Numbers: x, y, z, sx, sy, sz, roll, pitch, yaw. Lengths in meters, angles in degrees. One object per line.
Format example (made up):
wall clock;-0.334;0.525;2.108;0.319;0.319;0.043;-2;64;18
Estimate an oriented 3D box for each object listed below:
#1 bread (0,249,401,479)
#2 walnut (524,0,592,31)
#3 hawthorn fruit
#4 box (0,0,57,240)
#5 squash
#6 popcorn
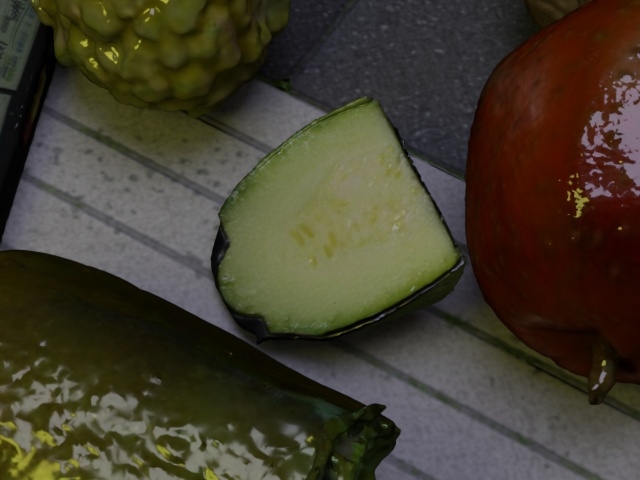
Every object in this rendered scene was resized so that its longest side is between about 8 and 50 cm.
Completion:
bread;-0.131;0.149;0.982;0.376;0.208;0.251;25;51;17
walnut;0.272;-0.257;1.313;0.198;0.198;0.245;18;52;7
hawthorn fruit;0.230;-0.022;1.096;0.275;0.275;0.300;14;69;5
box;-0.338;-0.116;1.232;0.211;0.058;0.350;10;54;-1
squash;0.012;0.009;1.177;0.184;0.085;0.192;-30;56;9
popcorn;-0.131;-0.225;1.221;0.212;0.259;0.259;-4;53;15
